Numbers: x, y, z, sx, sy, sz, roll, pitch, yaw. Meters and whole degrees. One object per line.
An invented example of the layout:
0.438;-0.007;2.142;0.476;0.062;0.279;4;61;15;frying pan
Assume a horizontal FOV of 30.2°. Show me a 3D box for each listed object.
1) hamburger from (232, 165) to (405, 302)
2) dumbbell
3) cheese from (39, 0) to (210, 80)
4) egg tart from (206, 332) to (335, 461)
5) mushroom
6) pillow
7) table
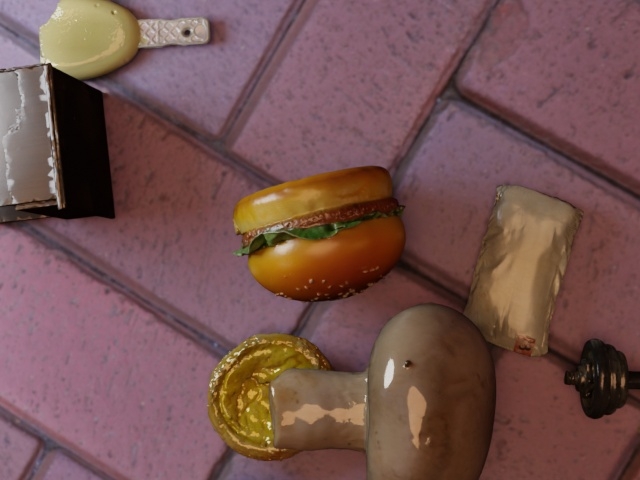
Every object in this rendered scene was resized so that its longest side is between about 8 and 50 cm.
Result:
0.001;0.000;1.617;0.246;0.246;0.170;-17;89;5;hamburger
0.463;0.193;1.631;0.254;0.110;0.110;2;89;0;dumbbell
-0.288;-0.303;1.740;0.255;0.050;0.127;-4;87;4;cheese
-0.066;0.221;1.694;0.191;0.074;0.191;0;88;5;egg tart
0.084;0.219;1.578;0.289;0.292;0.293;5;89;13;mushroom
0.283;0.041;1.674;0.128;0.051;0.229;15;89;13;pillow
-0.462;-0.115;1.655;0.281;0.250;0.196;-7;89;5;table
